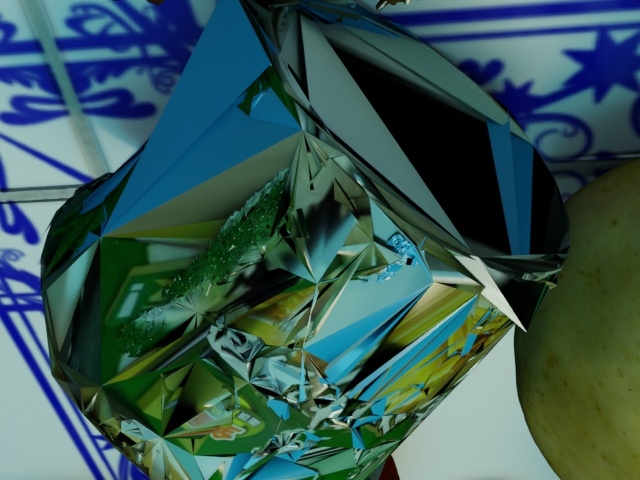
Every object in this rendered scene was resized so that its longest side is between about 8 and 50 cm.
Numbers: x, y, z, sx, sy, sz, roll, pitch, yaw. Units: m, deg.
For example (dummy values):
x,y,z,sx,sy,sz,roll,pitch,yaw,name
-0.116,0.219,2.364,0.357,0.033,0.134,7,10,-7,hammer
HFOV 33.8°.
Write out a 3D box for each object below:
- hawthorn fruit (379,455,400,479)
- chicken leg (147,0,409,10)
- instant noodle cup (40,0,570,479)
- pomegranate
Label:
x,y,z,sx,sy,sz,roll,pitch,yaw,name
-0.013,0.212,0.811,0.190,0.189,0.251,9,120,-5,hawthorn fruit
0.018,-0.188,0.357,0.361,0.140,0.211,-18,126,29,chicken leg
0.000,0.000,0.527,0.240,0.240,0.178,27,124,-25,instant noodle cup
0.217,0.058,0.576,0.233,0.233,0.233,2,139,2,pomegranate
